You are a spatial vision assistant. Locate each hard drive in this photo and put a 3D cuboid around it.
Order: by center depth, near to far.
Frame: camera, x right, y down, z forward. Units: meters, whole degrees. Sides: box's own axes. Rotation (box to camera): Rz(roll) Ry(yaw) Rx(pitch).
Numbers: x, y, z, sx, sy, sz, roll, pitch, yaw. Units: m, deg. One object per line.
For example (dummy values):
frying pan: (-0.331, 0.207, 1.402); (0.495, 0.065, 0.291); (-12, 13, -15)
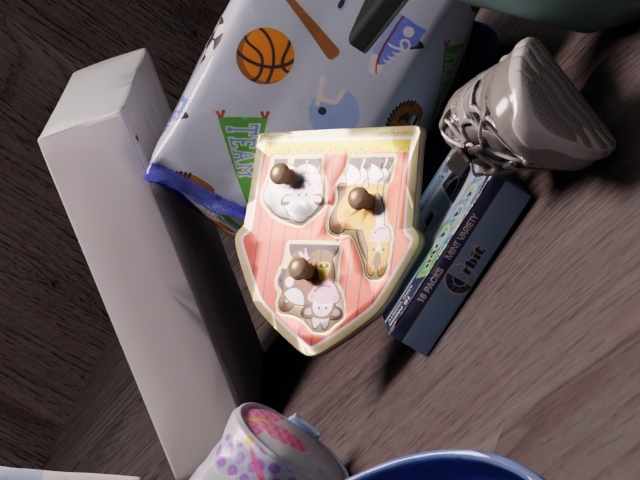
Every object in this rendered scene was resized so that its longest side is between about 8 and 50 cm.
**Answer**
hard drive: (0.073, -0.225, 1.533); (0.135, 0.022, 0.094); (-49, 14, 43)

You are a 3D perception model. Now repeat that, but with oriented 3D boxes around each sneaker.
sneaker: (0.145, -0.080, 1.414); (0.115, 0.105, 0.281); (-38, 2, 8)

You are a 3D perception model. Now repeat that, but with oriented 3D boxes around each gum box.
gum box: (0.105, -0.002, 1.580); (0.157, 0.041, 0.184); (-57, 9, 9)

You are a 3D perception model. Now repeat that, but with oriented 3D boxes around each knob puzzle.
knob puzzle: (0.000, 0.000, 1.572); (0.213, 0.030, 0.213); (-9, 74, 34)

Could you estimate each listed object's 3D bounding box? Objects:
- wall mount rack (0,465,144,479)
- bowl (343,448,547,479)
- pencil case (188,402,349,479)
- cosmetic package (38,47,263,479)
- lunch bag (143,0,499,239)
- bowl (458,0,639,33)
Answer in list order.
wall mount rack: (-0.257, 0.272, 1.723); (0.304, 0.350, 0.130); (86, -172, -70)
bowl: (0.009, 0.282, 0.857); (0.391, 0.077, 0.391); (-41, 27, 26)
pencil case: (-0.089, 0.264, 1.515); (0.273, 0.113, 0.124); (-56, -17, 12)
cosmetic package: (-0.164, 0.016, 1.936); (0.097, 0.377, 0.284); (-19, 16, 3)
lunch bag: (0.013, -0.133, 1.841); (0.328, 0.239, 0.385); (-60, -4, -4)
bowl: (0.229, -0.291, 1.519); (0.311, 0.163, 0.311); (-55, 11, 17)
